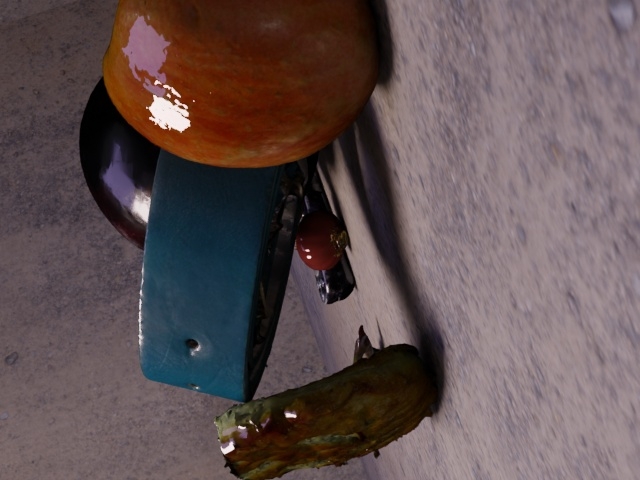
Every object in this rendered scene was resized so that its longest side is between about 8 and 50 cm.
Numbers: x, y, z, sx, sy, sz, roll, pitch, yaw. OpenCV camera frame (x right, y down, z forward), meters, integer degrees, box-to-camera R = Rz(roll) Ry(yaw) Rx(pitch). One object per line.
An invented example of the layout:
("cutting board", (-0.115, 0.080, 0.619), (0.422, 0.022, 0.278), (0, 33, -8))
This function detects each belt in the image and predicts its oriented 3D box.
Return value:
("belt", (-0.119, -0.003, 1.428), (0.300, 0.173, 0.437), (-72, -4, -57))

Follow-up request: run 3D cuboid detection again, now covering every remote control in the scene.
("remote control", (0.002, -0.021, 2.002), (0.090, 0.066, 0.266), (152, 104, -71))

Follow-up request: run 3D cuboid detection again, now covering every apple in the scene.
("apple", (-0.094, -0.208, 1.144), (0.301, 0.301, 0.302), (161, 90, -85))

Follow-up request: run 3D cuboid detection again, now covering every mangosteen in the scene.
("mangosteen", (-0.185, -0.110, 1.774), (0.382, 0.382, 0.435), (-115, 20, -48))

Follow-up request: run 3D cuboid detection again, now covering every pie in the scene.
("pie", (0.013, 0.227, 1.465), (0.355, 0.288, 0.103), (73, 176, -69))

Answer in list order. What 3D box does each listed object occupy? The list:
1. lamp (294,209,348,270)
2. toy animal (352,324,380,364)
("lamp", (0.000, 0.000, 1.875), (0.101, 0.090, 0.101), (6, -96, -60))
("toy animal", (0.081, 0.209, 1.919), (0.202, 0.070, 0.105), (71, -165, -49))
